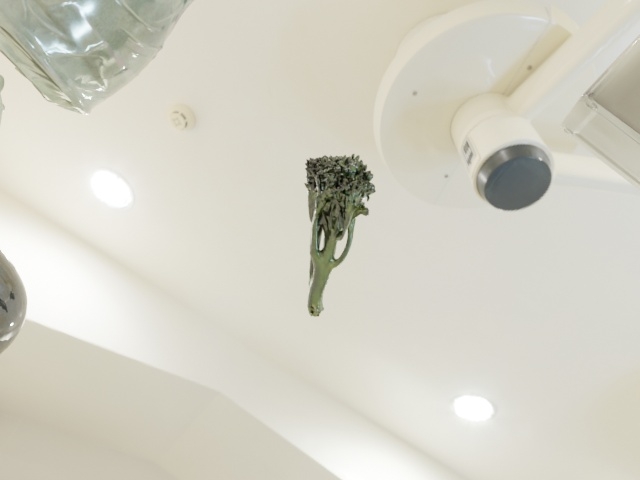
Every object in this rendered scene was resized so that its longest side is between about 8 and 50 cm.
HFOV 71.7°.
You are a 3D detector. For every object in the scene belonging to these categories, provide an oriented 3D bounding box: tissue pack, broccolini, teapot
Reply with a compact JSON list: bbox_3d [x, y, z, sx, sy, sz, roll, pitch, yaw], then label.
[{"bbox_3d":[0.444,-0.129,0.527,0.246,0.159,0.136,45,-78,13],"label":"tissue pack"},{"bbox_3d":[0.013,0.001,0.455,0.058,0.074,0.201,-7,-48,-11],"label":"broccolini"},{"bbox_3d":[-0.200,-0.217,0.380,0.178,0.221,0.163,-42,-65,-12],"label":"teapot"}]

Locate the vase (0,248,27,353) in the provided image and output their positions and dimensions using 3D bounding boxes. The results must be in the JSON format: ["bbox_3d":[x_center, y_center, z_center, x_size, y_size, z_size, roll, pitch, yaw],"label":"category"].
[{"bbox_3d":[-0.253,0.080,0.263,0.120,0.120,0.183,12,-88,-6],"label":"vase"}]

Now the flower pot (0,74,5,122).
[{"bbox_3d":[-0.552,-0.137,0.559,0.164,0.367,0.254,21,-85,-20],"label":"flower pot"}]
